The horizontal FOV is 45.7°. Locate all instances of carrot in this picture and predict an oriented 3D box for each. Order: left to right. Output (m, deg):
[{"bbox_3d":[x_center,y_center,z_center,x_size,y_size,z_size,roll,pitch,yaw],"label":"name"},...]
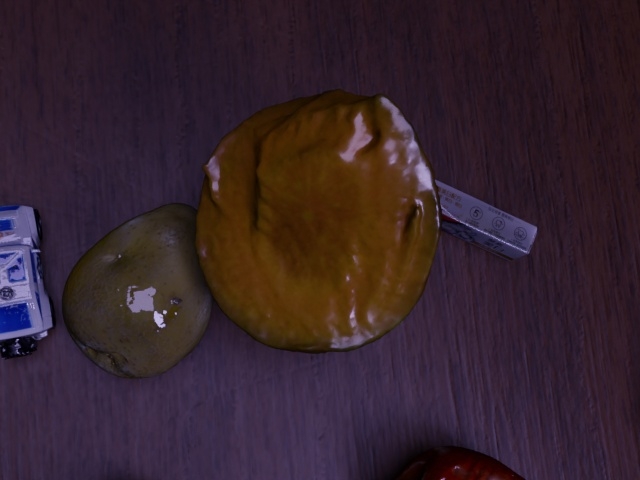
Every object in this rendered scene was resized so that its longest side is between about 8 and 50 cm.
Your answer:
[{"bbox_3d":[0.000,0.000,0.795,0.242,0.340,0.241,-1,81,5],"label":"carrot"}]

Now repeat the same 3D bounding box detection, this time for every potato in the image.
[{"bbox_3d":[-0.185,0.051,0.836,0.157,0.157,0.194,32,62,-5],"label":"potato"}]

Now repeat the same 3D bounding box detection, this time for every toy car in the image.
[{"bbox_3d":[-0.341,0.044,0.830,0.080,0.070,0.170,-9,81,-15],"label":"toy car"}]

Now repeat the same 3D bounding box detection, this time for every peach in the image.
[{"bbox_3d":[0.199,0.346,0.839,0.159,0.154,0.267,-36,79,-20],"label":"peach"}]

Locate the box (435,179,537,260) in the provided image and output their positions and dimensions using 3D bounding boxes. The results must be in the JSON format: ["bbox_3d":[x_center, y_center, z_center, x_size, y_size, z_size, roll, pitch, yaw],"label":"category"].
[{"bbox_3d":[0.165,-0.038,0.966,0.218,0.055,0.039,24,74,-8],"label":"box"}]
